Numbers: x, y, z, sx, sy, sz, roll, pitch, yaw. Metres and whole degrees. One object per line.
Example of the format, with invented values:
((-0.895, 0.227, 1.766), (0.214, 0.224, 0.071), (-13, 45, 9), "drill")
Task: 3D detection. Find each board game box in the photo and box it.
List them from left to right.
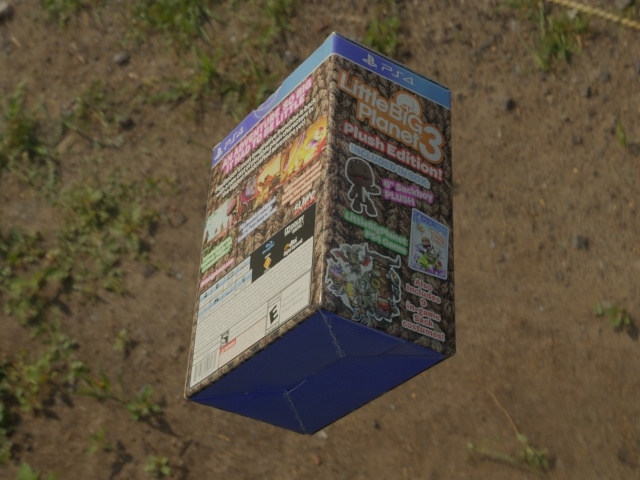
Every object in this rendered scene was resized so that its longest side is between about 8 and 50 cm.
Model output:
((0.000, 0.000, 1.093), (0.232, 0.141, 0.291), (-37, 41, 46), "board game box")
